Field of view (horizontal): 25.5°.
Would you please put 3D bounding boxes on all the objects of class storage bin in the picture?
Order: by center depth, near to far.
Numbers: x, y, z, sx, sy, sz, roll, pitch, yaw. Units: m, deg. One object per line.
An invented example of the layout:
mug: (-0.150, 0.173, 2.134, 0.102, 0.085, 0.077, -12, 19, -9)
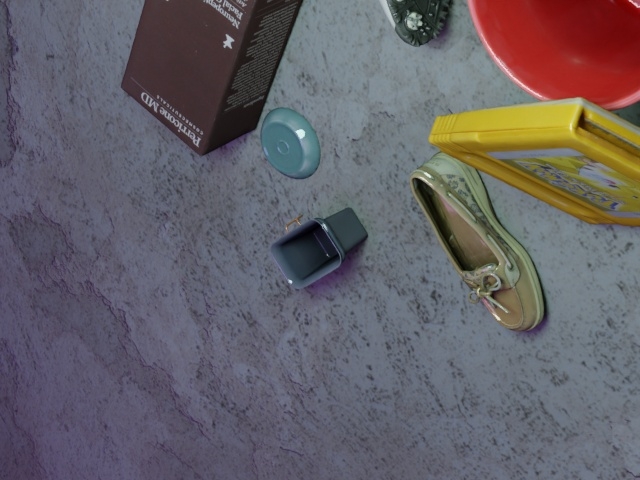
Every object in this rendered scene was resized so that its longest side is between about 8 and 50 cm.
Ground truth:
storage bin: (0.000, 0.000, 2.192, 0.135, 0.091, 0.098, -32, 90, 46)

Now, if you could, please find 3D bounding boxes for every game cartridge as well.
game cartridge: (0.316, -0.083, 1.688, 0.285, 0.052, 0.324, 24, 170, -23)

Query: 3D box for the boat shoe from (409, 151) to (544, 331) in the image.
boat shoe: (0.215, 0.013, 2.004, 0.104, 0.089, 0.285, -30, 92, 47)

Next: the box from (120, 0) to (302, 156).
box: (-0.154, -0.335, 2.108, 0.191, 0.143, 0.381, 40, 136, 18)

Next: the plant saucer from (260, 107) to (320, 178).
plant saucer: (-0.053, -0.147, 2.206, 0.119, 0.021, 0.119, 22, 126, 33)

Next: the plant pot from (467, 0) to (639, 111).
plant pot: (0.340, -0.308, 1.593, 0.275, 0.243, 0.275, 22, 127, 32)

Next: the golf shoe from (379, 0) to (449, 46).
golf shoe: (0.089, -0.389, 1.899, 0.120, 0.105, 0.273, -7, 103, 61)
